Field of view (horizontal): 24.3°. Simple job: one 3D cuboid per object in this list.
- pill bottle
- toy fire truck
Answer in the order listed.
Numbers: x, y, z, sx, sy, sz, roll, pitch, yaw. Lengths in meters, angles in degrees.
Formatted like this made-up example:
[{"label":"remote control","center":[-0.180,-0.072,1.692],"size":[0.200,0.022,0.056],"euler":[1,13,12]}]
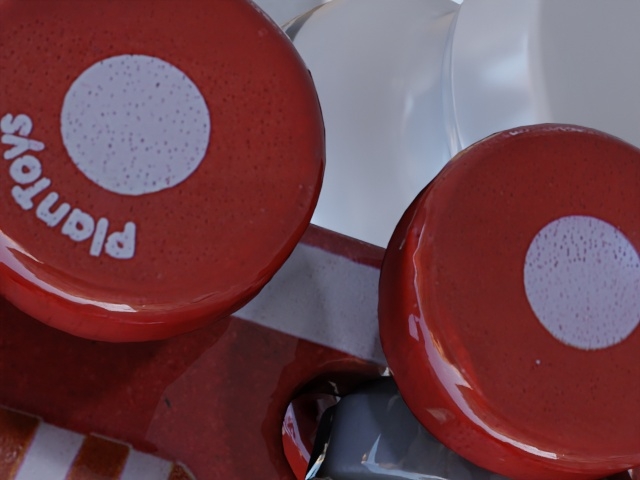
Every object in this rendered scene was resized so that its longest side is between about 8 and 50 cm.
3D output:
[{"label":"pill bottle","center":[0.000,0.000,0.733],"size":[0.210,0.363,0.210],"euler":[26,-124,-45]},{"label":"toy fire truck","center":[-0.026,0.086,0.429],"size":[0.302,0.254,0.169],"euler":[20,160,-10]}]
